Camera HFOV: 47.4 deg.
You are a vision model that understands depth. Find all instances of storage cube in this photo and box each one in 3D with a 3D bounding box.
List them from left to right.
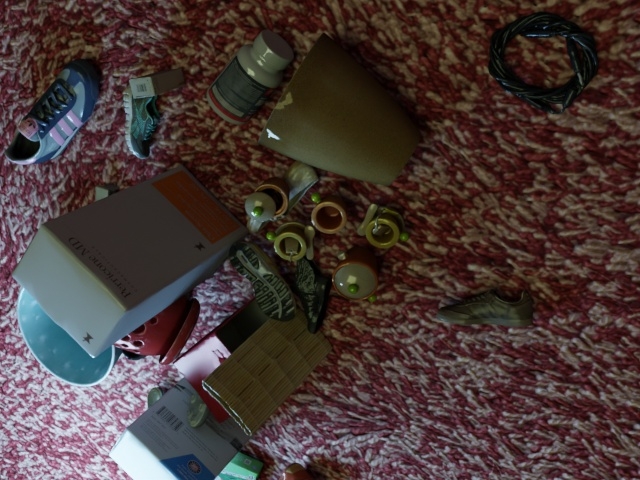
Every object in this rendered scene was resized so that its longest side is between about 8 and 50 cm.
[{"bbox_3d":[-0.180,0.269,1.668,0.193,0.215,0.183,-37,92,39],"label":"storage cube"}]

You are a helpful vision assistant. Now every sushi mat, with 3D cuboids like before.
[{"bbox_3d":[-0.104,0.265,1.565,0.151,0.316,0.019,48,135,1],"label":"sushi mat"}]

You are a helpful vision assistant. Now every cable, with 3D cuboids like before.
[{"bbox_3d":[0.376,-0.313,1.248,0.184,0.047,0.150,37,121,10],"label":"cable"}]

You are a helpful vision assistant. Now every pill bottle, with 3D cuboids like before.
[{"bbox_3d":[-0.138,-0.328,1.462,0.108,0.108,0.180,49,123,2],"label":"pill bottle"}]

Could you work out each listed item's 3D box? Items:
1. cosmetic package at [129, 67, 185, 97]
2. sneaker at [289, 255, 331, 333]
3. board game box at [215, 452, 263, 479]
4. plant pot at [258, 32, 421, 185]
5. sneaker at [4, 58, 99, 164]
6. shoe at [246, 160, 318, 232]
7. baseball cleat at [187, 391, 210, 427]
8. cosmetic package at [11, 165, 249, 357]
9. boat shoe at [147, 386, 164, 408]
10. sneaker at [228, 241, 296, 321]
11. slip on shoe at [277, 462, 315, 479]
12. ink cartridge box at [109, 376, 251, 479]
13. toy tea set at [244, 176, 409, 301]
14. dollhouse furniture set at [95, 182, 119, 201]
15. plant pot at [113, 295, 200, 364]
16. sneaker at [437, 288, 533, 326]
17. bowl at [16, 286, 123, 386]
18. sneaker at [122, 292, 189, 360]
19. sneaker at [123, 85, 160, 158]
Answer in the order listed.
[{"bbox_3d":[-0.348,-0.337,1.559,0.060,0.115,0.041,0,111,28],"label":"cosmetic package"},{"bbox_3d":[-0.028,0.119,1.624,0.089,0.051,0.170,20,113,18],"label":"sneaker"},{"bbox_3d":[-0.324,0.613,1.939,0.317,0.046,0.213,22,120,8],"label":"board game box"},{"bbox_3d":[0.052,-0.219,1.365,0.254,0.237,0.237,30,122,-5],"label":"plant pot"},{"bbox_3d":[-0.632,-0.289,1.710,0.112,0.131,0.319,45,122,4],"label":"sneaker"},{"bbox_3d":[-0.083,-0.084,1.552,0.058,0.076,0.219,47,121,8],"label":"shoe"},{"bbox_3d":[-0.252,0.362,1.746,0.072,0.206,0.109,-18,136,35],"label":"baseball cleat"},{"bbox_3d":[-0.371,0.022,1.514,0.230,0.453,0.161,44,121,3],"label":"cosmetic package"},{"bbox_3d":[-0.433,0.449,1.957,0.056,0.049,0.152,35,128,32],"label":"boat shoe"},{"bbox_3d":[-0.114,0.084,1.625,0.081,0.094,0.208,-33,89,18],"label":"sneaker"},{"bbox_3d":[-0.121,0.675,1.866,0.331,0.123,0.101,-51,57,34],"label":"slip on shoe"},{"bbox_3d":[-0.311,0.469,1.751,0.223,0.307,0.129,41,124,6],"label":"ink cartridge box"},{"bbox_3d":[0.000,0.000,1.474,0.336,0.124,0.200,18,121,0],"label":"toy tea set"},{"bbox_3d":[-0.472,-0.033,1.750,0.182,0.101,0.161,18,117,19],"label":"dollhouse furniture set"},{"bbox_3d":[-0.377,0.173,1.653,0.174,0.191,0.191,28,123,-13],"label":"plant pot"},{"bbox_3d":[0.327,0.130,1.452,0.188,0.066,0.071,1,93,21],"label":"sneaker"},{"bbox_3d":[-0.604,0.198,1.873,0.311,0.163,0.311,10,115,23],"label":"bowl"},{"bbox_3d":[-0.411,0.186,1.793,0.109,0.130,0.286,28,119,16],"label":"sneaker"},{"bbox_3d":[-0.397,-0.264,1.647,0.076,0.065,0.166,7,114,20],"label":"sneaker"}]
